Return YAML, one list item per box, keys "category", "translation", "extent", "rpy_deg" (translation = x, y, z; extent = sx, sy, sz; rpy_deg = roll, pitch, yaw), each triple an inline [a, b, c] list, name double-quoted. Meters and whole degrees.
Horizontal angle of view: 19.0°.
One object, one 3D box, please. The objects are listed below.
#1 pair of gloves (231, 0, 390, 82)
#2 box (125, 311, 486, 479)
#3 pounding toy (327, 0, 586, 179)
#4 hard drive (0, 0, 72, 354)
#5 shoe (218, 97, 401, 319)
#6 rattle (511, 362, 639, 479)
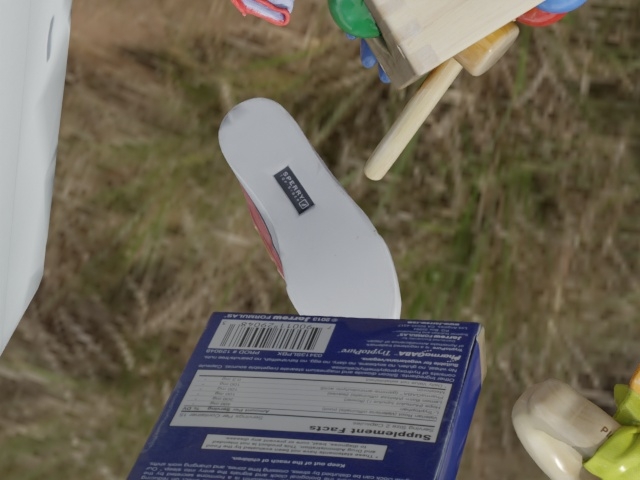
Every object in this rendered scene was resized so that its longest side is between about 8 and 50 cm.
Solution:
- category: "pair of gloves"
  translation: [0.013, -0.198, 1.359]
  extent: [0.198, 0.159, 0.023]
  rpy_deg: [24, 148, -27]
- category: "box"
  translation: [-0.011, 0.102, 0.835]
  extent: [0.136, 0.225, 0.036]
  rpy_deg: [2, 117, 13]
- category: "pounding toy"
  translation: [0.060, -0.104, 0.823]
  extent: [0.141, 0.130, 0.100]
  rpy_deg: [-32, 92, -2]
- category: "hard drive"
  translation: [-0.112, 0.046, 0.298]
  extent: [0.040, 0.307, 0.203]
  rpy_deg: [18, 136, 4]
- category: "shoe"
  translation: [0.000, 0.000, 1.138]
  extent: [0.063, 0.178, 0.081]
  rpy_deg: [-30, 156, 0]
- category: "rattle"
  translation: [0.195, 0.120, 1.193]
  extent: [0.130, 0.143, 0.199]
  rpy_deg: [20, 160, 21]
